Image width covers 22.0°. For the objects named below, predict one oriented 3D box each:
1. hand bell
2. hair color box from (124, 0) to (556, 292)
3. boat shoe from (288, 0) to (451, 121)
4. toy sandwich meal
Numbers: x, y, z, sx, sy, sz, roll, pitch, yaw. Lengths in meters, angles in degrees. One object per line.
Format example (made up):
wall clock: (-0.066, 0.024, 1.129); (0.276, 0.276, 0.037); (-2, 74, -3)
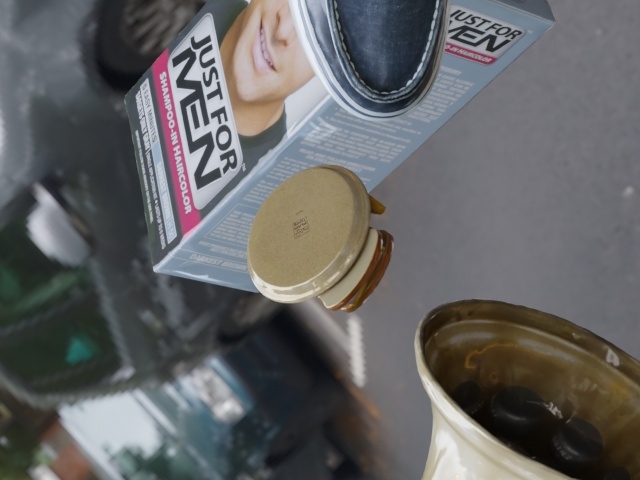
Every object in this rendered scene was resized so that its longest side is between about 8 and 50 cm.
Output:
hand bell: (0.052, 0.159, 0.698); (0.126, 0.242, 0.126); (19, -155, -9)
hair color box: (-0.002, -0.137, 1.281); (0.113, 0.374, 0.185); (13, -131, -37)
boat shoe: (0.025, -0.126, 0.607); (0.083, 0.065, 0.183); (-128, 33, -68)
toy sandwich meal: (0.000, 0.000, 0.842); (0.029, 0.086, 0.085); (35, -179, -45)
